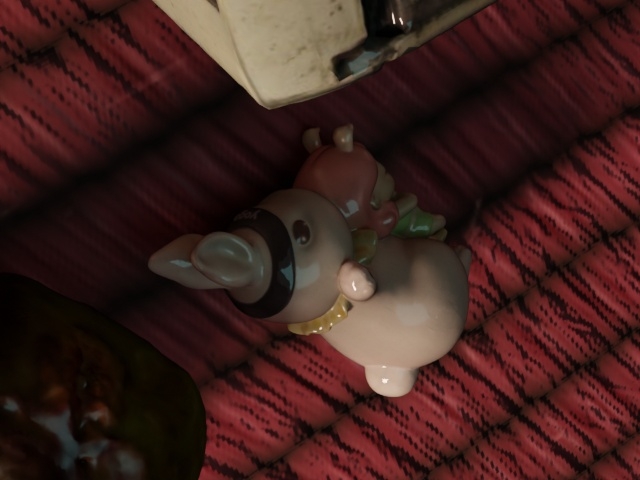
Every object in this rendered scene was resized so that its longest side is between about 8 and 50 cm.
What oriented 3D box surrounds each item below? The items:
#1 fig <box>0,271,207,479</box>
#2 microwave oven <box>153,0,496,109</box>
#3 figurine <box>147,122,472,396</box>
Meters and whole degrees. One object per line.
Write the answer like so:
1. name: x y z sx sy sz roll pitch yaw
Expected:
1. fig: -0.130 0.100 0.730 0.166 0.144 0.154 -63 167 15
2. microwave oven: 0.018 -0.293 0.560 0.333 0.247 0.394 -31 131 -19
3. figurine: -0.006 0.001 0.822 0.146 0.081 0.098 29 48 -35
